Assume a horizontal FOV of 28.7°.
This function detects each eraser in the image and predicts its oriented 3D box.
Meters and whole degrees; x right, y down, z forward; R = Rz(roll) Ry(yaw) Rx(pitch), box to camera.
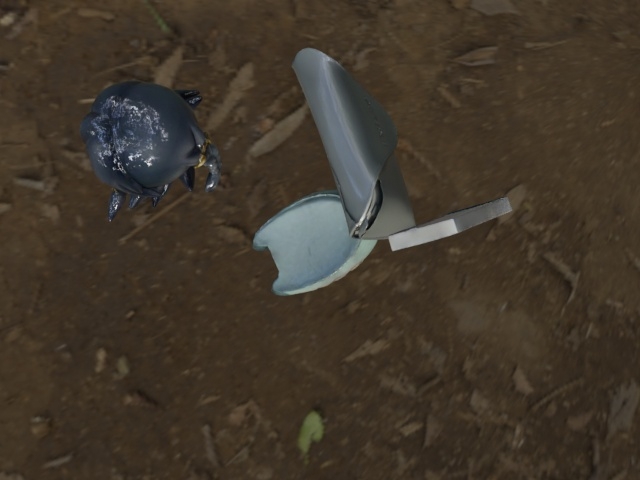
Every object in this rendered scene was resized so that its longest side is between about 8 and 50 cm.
[{"bbox_3d":[0.169,-0.022,1.608,0.104,0.150,0.023,-16,92,38],"label":"eraser"}]

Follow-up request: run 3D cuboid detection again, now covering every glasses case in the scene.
[{"bbox_3d":[0.057,-0.141,1.751,0.083,0.128,0.308,-41,56,35],"label":"glasses case"}]

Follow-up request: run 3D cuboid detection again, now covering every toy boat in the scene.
[{"bbox_3d":[0.000,0.000,1.867,0.207,0.079,0.134,-30,74,23],"label":"toy boat"}]

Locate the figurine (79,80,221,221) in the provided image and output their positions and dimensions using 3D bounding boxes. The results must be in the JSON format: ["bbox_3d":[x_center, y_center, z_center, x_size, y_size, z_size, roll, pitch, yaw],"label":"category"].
[{"bbox_3d":[-0.250,-0.142,1.851,0.197,0.265,0.175,-20,85,17],"label":"figurine"}]
